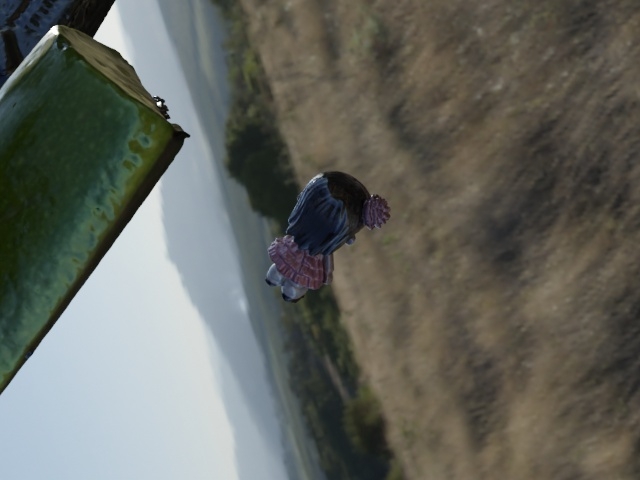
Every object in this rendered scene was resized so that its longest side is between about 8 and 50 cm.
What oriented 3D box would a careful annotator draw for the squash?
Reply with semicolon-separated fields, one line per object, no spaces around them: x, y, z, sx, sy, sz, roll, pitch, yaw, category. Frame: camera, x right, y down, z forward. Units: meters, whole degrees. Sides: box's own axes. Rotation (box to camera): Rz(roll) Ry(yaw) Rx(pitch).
-0.205;-0.010;0.746;0.093;0.252;0.169;33;-172;-27;squash

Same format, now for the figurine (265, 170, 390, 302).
0.000;0.000;0.962;0.072;0.054;0.129;44;121;17;figurine

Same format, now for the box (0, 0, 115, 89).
-0.472;-0.354;1.636;0.091;0.350;0.359;79;-146;-64;box
